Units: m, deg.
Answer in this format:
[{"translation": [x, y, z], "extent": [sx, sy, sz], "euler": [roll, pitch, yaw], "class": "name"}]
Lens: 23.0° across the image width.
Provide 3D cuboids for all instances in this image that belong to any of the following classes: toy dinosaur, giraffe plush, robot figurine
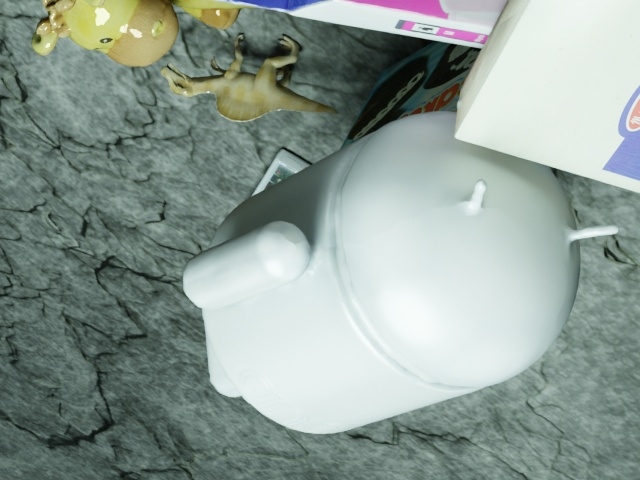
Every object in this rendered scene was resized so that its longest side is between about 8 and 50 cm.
[{"translation": [-0.052, -0.140, 1.441], "extent": [0.183, 0.093, 0.053], "euler": [13, 142, 21], "class": "toy dinosaur"}, {"translation": [-0.158, -0.224, 1.339], "extent": [0.210, 0.170, 0.181], "euler": [23, 145, 7], "class": "giraffe plush"}, {"translation": [0.049, 0.027, 1.166], "extent": [0.300, 0.200, 0.353], "euler": [1, 163, -37], "class": "robot figurine"}]

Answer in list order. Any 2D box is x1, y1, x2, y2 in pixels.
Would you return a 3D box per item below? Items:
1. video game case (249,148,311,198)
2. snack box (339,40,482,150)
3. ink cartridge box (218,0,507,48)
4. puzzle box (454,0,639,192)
[{"translation": [0.000, 0.000, 1.644], "extent": [0.173, 0.022, 0.190], "euler": [31, 145, -4], "class": "video game case"}, {"translation": [0.136, -0.117, 1.264], "extent": [0.060, 0.187, 0.322], "euler": [42, 142, -19], "class": "snack box"}, {"translation": [0.116, -0.222, 1.066], "extent": [0.371, 0.176, 0.069], "euler": [9, 174, -3], "class": "ink cartridge box"}, {"translation": [0.272, -0.162, 0.921], "extent": [0.272, 0.052, 0.409], "euler": [16, 142, -9], "class": "puzzle box"}]
